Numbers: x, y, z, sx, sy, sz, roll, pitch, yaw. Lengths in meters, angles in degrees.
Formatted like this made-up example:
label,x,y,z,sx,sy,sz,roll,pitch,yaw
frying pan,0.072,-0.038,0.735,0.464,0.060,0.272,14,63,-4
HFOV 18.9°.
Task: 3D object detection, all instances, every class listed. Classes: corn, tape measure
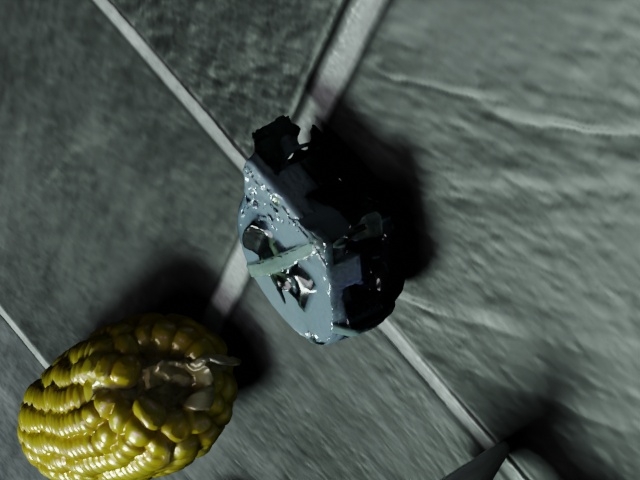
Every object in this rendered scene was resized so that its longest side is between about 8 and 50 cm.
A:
label,x,y,z,sx,sy,sz,roll,pitch,yaw
corn,-0.131,0.106,1.191,0.101,0.101,0.310,55,155,-4
tape measure,0.000,0.002,0.880,0.091,0.054,0.094,46,153,29

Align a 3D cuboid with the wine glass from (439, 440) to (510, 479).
label,x,y,z,sx,sy,sz,roll,pitch,yaw
wine glass,0.087,0.207,0.890,0.196,0.165,0.165,57,156,9
